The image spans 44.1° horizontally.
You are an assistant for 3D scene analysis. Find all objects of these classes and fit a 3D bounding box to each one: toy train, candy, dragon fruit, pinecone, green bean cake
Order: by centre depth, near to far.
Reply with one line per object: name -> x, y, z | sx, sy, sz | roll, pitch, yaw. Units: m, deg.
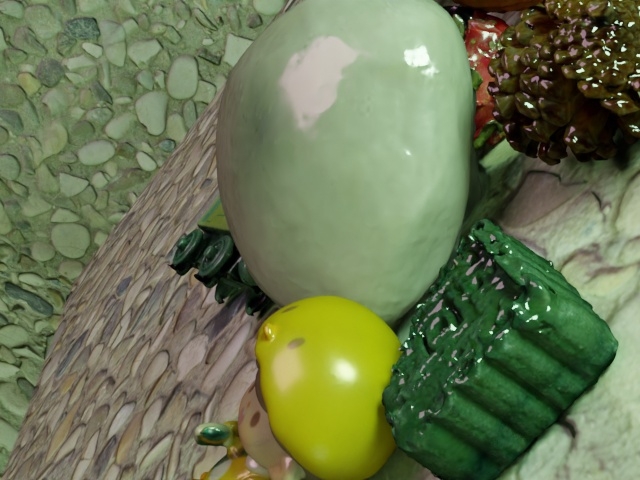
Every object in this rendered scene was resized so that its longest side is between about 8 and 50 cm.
green bean cake -> 0.140, 0.100, 0.726 | 0.208, 0.107, 0.193 | -52, 22, 12
pinecone -> 0.258, -0.161, 0.785 | 0.195, 0.150, 0.179 | -37, 56, 38
candy -> 0.010, -0.090, 0.976 | 0.386, 0.186, 0.427 | -14, 81, 44
dragon fruit -> 0.180, -0.198, 1.017 | 0.160, 0.166, 0.172 | 15, -91, -72
toy train -> -0.135, 0.001, 1.439 | 0.237, 0.150, 0.369 | -53, 21, -12

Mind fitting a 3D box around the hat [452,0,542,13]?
hat -> 0.113, -0.421, 1.002 | 0.400, 0.285, 0.285 | -3, 44, 18

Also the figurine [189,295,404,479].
figurine -> -0.041, 0.212, 0.861 | 0.343, 0.187, 0.215 | -52, 29, 26
